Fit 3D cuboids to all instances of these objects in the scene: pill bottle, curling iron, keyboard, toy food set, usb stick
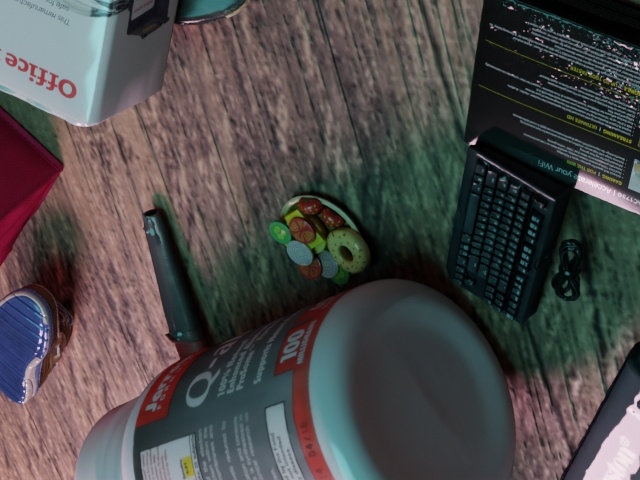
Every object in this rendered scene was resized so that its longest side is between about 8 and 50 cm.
[{"bbox_3d":[-0.034,0.177,1.380,0.363,0.210,0.210,-24,107,43],"label":"pill bottle"},{"bbox_3d":[-0.132,0.090,1.527,0.068,0.035,0.274,14,132,29],"label":"curling iron"},{"bbox_3d":[0.144,0.006,1.215,0.108,0.023,0.180,27,153,14],"label":"keyboard"},{"bbox_3d":[0.000,0.000,1.358,0.083,0.020,0.082,48,139,-7],"label":"toy food set"},{"bbox_3d":[0.233,0.183,1.308,0.077,0.045,0.278,45,142,25],"label":"usb stick"}]

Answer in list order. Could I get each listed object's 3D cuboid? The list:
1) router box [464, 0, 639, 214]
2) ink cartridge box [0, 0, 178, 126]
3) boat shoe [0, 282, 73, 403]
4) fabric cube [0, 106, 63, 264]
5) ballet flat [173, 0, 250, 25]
[{"bbox_3d":[0.189,-0.095,1.111,0.179,0.046,0.133,25,137,20],"label":"router box"},{"bbox_3d":[-0.190,-0.228,1.213,0.172,0.100,0.237,26,121,19],"label":"ink cartridge box"},{"bbox_3d":[-0.278,0.087,1.615,0.066,0.066,0.183,39,145,7],"label":"boat shoe"},{"bbox_3d":[-0.440,-0.018,1.508,0.254,0.258,0.259,41,139,1],"label":"fabric cube"},{"bbox_3d":[-0.126,-0.196,1.284,0.173,0.049,0.057,4,104,29],"label":"ballet flat"}]
